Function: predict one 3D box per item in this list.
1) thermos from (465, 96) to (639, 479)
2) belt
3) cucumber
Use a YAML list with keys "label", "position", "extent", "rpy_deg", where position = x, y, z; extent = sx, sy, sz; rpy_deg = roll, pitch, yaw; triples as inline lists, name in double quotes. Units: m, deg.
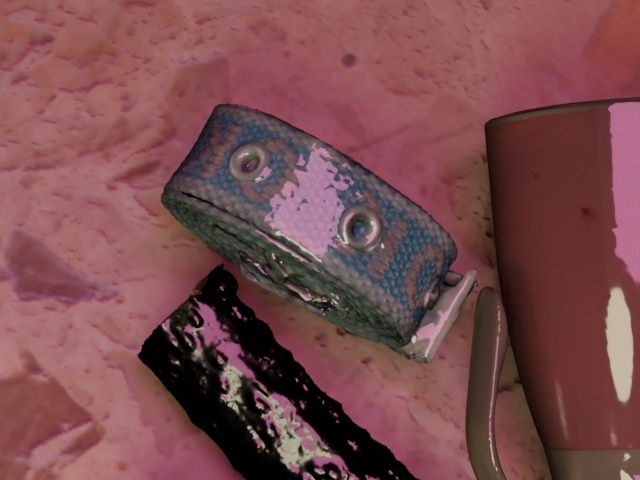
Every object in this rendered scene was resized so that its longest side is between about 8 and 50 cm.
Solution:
- label: "thermos"
  position: [0.162, 0.057, 1.012]
  extent: [0.176, 0.146, 0.265]
  rpy_deg: [0, 85, -24]
- label: "belt"
  position: [-0.008, -0.004, 1.000]
  extent: [0.163, 0.147, 0.082]
  rpy_deg: [24, 77, 26]
- label: "cucumber"
  position: [0.023, 0.146, 1.003]
  extent: [0.081, 0.072, 0.303]
  rpy_deg: [-45, 88, 0]
